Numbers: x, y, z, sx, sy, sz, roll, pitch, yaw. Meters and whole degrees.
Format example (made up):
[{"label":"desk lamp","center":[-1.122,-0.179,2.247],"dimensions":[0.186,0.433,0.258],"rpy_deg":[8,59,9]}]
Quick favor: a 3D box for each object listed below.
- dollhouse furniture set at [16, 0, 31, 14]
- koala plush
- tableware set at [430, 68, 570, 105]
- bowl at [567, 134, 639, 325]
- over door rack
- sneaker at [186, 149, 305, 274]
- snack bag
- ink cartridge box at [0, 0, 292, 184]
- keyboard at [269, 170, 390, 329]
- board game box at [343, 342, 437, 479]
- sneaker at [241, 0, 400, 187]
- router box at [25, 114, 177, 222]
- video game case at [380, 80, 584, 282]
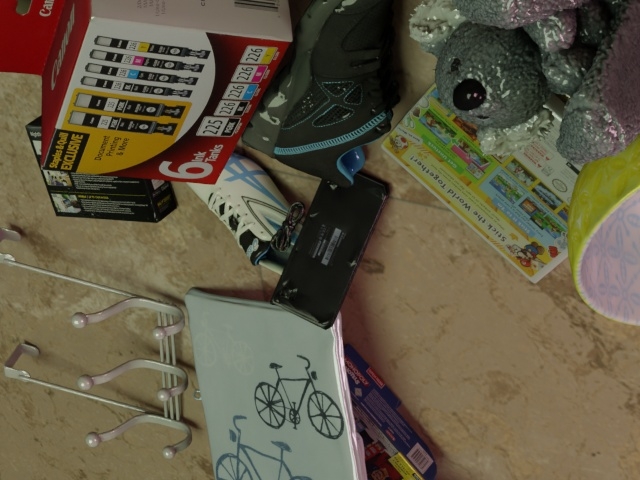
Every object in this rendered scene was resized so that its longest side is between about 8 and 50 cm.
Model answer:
[{"label":"dollhouse furniture set","center":[-0.266,-0.420,1.715],"dimensions":[0.286,0.198,0.303],"rpy_deg":[-8,89,5]},{"label":"koala plush","center":[0.185,-0.164,1.380],"dimensions":[0.196,0.203,0.221],"rpy_deg":[53,143,-7]},{"label":"tableware set","center":[0.195,-0.146,1.595],"dimensions":[0.168,0.020,0.141],"rpy_deg":[-26,102,45]},{"label":"bowl","center":[0.347,-0.064,1.417],"dimensions":[0.289,0.289,0.156],"rpy_deg":[121,145,-45]},{"label":"over door rack","center":[-0.328,0.152,2.141],"dimensions":[0.324,0.108,0.239],"rpy_deg":[22,132,24]},{"label":"sneaker","center":[-0.080,-0.026,1.845],"dimensions":[0.237,0.086,0.085],"rpy_deg":[39,137,10]},{"label":"snack bag","center":[-0.053,0.225,1.957],"dimensions":[0.323,0.037,0.343],"rpy_deg":[4,107,52]},{"label":"ink cartridge box","center":[-0.204,-0.192,1.644],"dimensions":[0.271,0.130,0.309],"rpy_deg":[4,153,-17]},{"label":"keyboard","center":[0.000,0.000,1.782],"dimensions":[0.108,0.023,0.180],"rpy_deg":[25,96,15]},{"label":"board game box","center":[0.032,0.251,1.976],"dimensions":[0.194,0.060,0.194],"rpy_deg":[49,137,-3]},{"label":"sneaker","center":[0.035,-0.187,1.634],"dimensions":[0.139,0.125,0.341],"rpy_deg":[32,143,0]},{"label":"router box","center":[-0.277,-0.093,1.975],"dimensions":[0.179,0.046,0.133],"rpy_deg":[4,122,35]},{"label":"video game case","center":[0.195,-0.080,1.617],"dimensions":[0.227,0.026,0.206],"rpy_deg":[41,141,-1]}]
